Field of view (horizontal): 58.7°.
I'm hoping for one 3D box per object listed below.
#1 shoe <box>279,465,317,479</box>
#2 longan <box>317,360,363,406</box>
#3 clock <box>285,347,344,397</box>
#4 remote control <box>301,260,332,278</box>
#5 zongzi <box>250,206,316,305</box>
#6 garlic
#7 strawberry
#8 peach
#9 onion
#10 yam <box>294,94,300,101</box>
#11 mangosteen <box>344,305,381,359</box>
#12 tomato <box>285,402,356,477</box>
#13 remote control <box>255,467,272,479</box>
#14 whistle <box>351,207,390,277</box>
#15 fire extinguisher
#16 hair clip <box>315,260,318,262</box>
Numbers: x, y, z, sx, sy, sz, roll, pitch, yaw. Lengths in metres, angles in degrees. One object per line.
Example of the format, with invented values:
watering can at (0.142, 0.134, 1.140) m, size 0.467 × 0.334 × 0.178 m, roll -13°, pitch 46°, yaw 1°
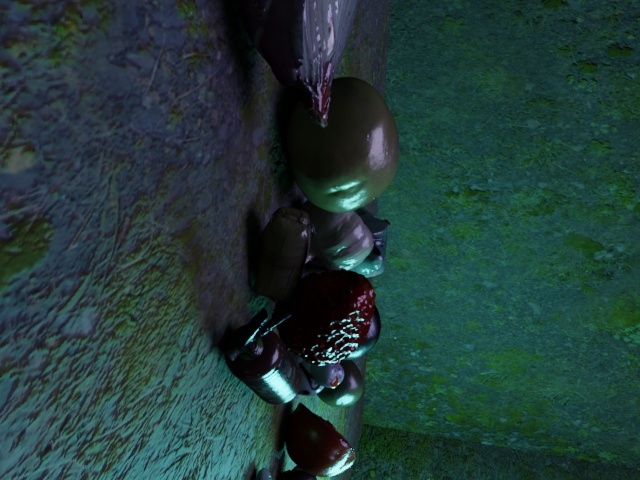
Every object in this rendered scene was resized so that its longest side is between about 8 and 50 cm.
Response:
shoe at (-0.062, 0.677, 1.498) m, size 0.291 × 0.114 × 0.137 m, roll 12°, pitch 89°, yaw -82°
longan at (0.060, 0.471, 1.898) m, size 0.189 × 0.189 × 0.189 m, roll 6°, pitch 90°, yaw -79°
clock at (-0.017, 0.271, 1.422) m, size 0.189 × 0.189 × 0.253 m, roll 57°, pitch 46°, yaw -73°
remote control at (-0.026, 0.091, 1.394) m, size 0.250 × 0.103 × 0.034 m, roll -35°, pitch 133°, yaw -75°
zongzi at (-0.064, 0.000, 1.127) m, size 0.197 × 0.099 × 0.194 m, roll -73°, pitch -179°, yaw -58°
garlic at (0.000, 0.005, 1.393) m, size 0.212 × 0.218 × 0.218 m, roll -39°, pitch 151°, yaw -17°
strawberry at (0.022, 0.137, 1.143) m, size 0.244 × 0.205 × 0.205 m, roll 131°, pitch -25°, yaw -59°
peach at (0.042, -0.206, 1.235) m, size 0.292 × 0.248 × 0.292 m, roll -164°, pitch -90°, yaw -78°
onion at (-0.046, -0.361, 0.907) m, size 0.267 × 0.159 × 0.348 m, roll -37°, pitch 140°, yaw -60°
yam at (-0.055, -0.327, 1.219) m, size 0.129 × 0.033 × 0.027 m, roll 58°, pitch 12°, yaw -80°
mangosteen at (0.068, 0.242, 1.672) m, size 0.243 × 0.243 × 0.242 m, roll 6°, pitch 90°, yaw -79°
tomato at (-0.014, 0.552, 1.535) m, size 0.139 × 0.200 × 0.233 m, roll -46°, pitch 146°, yaw -15°
remote control at (-0.143, 0.633, 1.243) m, size 0.097 × 0.045 × 0.256 m, roll 64°, pitch 36°, yaw -70°
whistle at (0.157, -0.012, 2.056) m, size 0.404 × 0.188 × 0.168 m, roll -62°, pitch 155°, yaw -64°
fire extinguisher at (-0.094, 0.208, 1.036) m, size 0.102 × 0.138 × 0.344 m, roll 52°, pitch -11°, yaw 26°
hair clip at (0.003, 0.073, 1.680) m, size 0.072 × 0.046 × 0.173 m, roll -58°, pitch 153°, yaw -46°
